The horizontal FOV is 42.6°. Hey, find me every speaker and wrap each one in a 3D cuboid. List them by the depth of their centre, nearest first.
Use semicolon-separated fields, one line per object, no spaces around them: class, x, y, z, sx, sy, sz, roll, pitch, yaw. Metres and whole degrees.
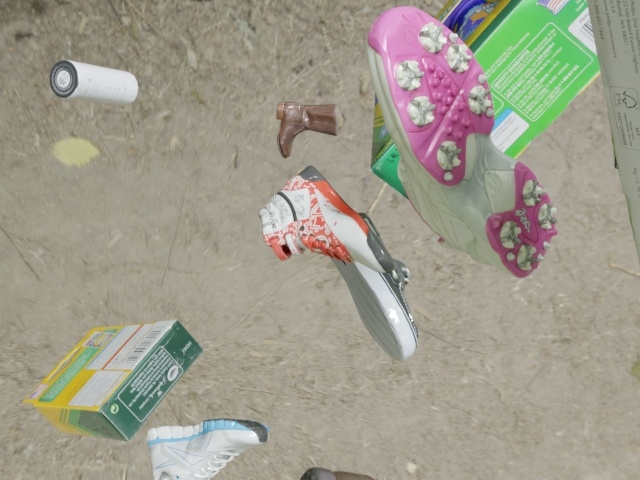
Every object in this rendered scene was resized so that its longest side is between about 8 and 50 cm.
speaker;-0.332;-0.231;1.214;0.055;0.136;0.055;2;95;26

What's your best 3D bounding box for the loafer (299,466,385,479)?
loafer;0.016;0.433;1.120;0.130;0.366;0.134;3;50;-14

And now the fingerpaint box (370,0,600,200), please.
fingerpaint box;0.273;-0.295;1.260;0.163;0.371;0.445;36;117;-14

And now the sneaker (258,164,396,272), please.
sneaker;0.000;0.000;1.334;0.145;0.090;0.270;-39;50;-2

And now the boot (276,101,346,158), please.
boot;-0.014;-0.180;1.363;0.114;0.107;0.037;7;36;15

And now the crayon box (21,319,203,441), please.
crayon box;-0.373;0.244;1.453;0.083;0.322;0.203;54;54;-22

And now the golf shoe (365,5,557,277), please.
golf shoe;0.112;-0.084;0.800;0.115;0.140;0.306;-47;120;-23

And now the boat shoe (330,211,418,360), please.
boat shoe;0.118;0.070;1.597;0.119;0.121;0.335;-17;64;-22

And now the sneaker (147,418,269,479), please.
sneaker;-0.136;0.262;0.991;0.071;0.190;0.083;25;56;-45

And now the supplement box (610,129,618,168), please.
supplement box;0.243;-0.098;0.577;0.056;0.083;0.083;12;121;11

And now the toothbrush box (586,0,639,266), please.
toothbrush box;0.280;-0.108;0.399;0.283;0.122;0.206;-34;120;-20
